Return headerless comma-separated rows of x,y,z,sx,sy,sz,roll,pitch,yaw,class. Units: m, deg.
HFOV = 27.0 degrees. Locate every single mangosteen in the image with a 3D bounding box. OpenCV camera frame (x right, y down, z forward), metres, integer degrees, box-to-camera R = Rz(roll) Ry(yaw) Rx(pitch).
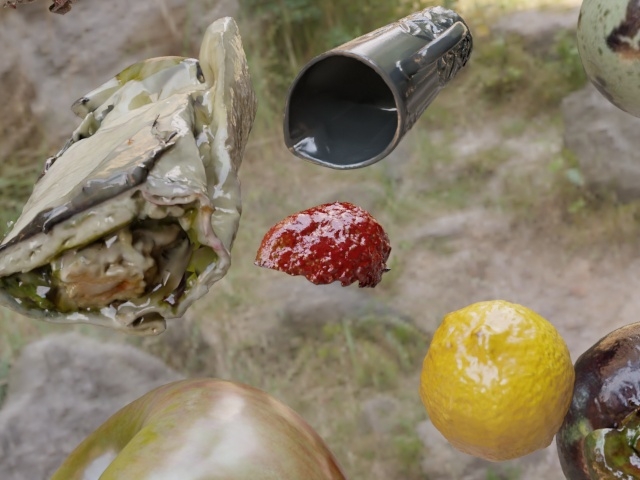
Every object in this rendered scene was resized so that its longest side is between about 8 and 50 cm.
0.418,0.231,1.607,0.288,0.288,0.288,-13,12,3,mangosteen

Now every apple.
-0.083,0.233,0.949,0.257,0.234,0.257,-43,14,14,apple

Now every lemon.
0.162,0.134,1.231,0.142,0.142,0.187,-14,-30,-2,lemon

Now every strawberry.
0.000,0.000,1.539,0.187,0.082,0.147,-8,22,-40,strawberry

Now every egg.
0.527,-0.302,1.776,0.379,0.287,0.287,-14,11,26,egg

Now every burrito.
-0.140,-0.057,1.121,0.190,0.135,0.332,-31,23,22,burrito

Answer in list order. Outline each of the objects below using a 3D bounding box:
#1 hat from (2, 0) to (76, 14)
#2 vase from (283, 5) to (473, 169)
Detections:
-0.351,-0.314,1.482,0.237,0.107,0.286,13,7,-39,hat
0.107,-0.228,1.791,0.251,0.156,0.301,-30,7,40,vase
